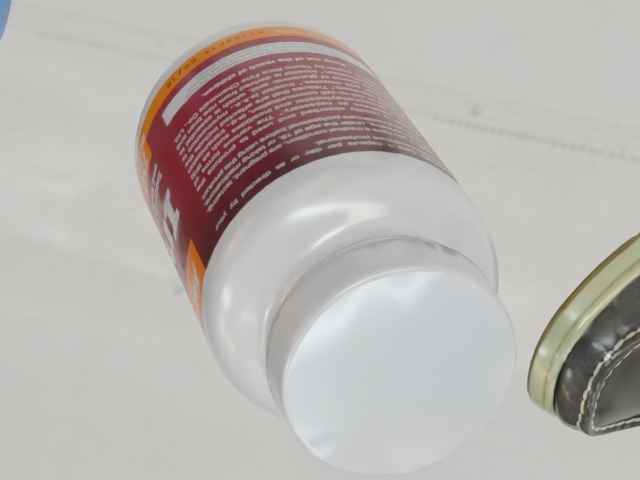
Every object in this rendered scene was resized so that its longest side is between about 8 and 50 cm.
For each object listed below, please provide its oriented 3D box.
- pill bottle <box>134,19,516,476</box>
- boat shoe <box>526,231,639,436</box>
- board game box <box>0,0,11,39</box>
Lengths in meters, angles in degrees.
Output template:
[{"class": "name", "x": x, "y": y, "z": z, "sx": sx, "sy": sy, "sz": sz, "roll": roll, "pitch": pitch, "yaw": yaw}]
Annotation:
[{"class": "pill bottle", "x": 0.000, "y": 0.000, "z": 0.550, "sx": 0.086, "sy": 0.152, "sz": 0.086, "roll": -8, "pitch": 119, "yaw": -14}, {"class": "boat shoe", "x": 0.177, "y": 0.022, "z": 0.676, "sx": 0.073, "sy": 0.223, "sz": 0.080, "roll": 47, "pitch": 143, "yaw": 35}, {"class": "board game box", "x": -0.253, "y": -0.131, "z": 1.007, "sx": 0.169, "sy": 0.133, "sz": 0.033, "roll": 31, "pitch": 156, "yaw": -1}]
